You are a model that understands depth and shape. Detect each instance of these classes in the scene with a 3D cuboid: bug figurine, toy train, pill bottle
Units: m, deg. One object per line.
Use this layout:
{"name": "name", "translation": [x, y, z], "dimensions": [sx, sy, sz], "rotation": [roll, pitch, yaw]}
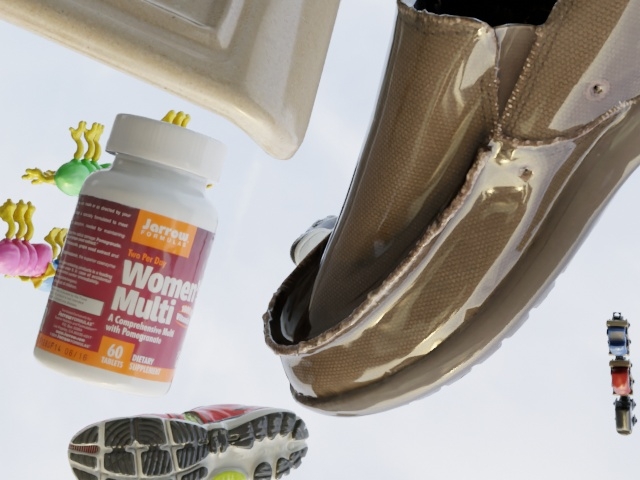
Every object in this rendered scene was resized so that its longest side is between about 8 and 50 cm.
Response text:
{"name": "bug figurine", "translation": [-0.243, -0.022, 1.257], "dimensions": [0.279, 0.216, 0.072], "rotation": [-42, -110, 20]}
{"name": "toy train", "translation": [0.335, 0.151, 1.348], "dimensions": [0.027, 0.158, 0.036], "rotation": [0, -152, 23]}
{"name": "pill bottle", "translation": [-0.156, 0.012, 1.022], "dimensions": [0.121, 0.121, 0.221], "rotation": [13, -94, 48]}

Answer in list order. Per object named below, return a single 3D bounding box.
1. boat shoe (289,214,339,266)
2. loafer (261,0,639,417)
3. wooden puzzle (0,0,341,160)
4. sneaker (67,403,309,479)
{"name": "boat shoe", "translation": [0.000, 0.000, 1.285], "dimensions": [0.038, 0.046, 0.125], "rotation": [5, -157, 33]}
{"name": "loafer", "translation": [0.077, -0.069, 0.548], "dimensions": [0.366, 0.130, 0.134], "rotation": [-50, -162, 23]}
{"name": "wooden puzzle", "translation": [-0.093, -0.147, 0.388], "dimensions": [0.044, 0.238, 0.221], "rotation": [-49, -159, 45]}
{"name": "sneaker", "translation": [-0.153, 0.236, 1.362], "dimensions": [0.118, 0.279, 0.107], "rotation": [11, -81, 63]}
